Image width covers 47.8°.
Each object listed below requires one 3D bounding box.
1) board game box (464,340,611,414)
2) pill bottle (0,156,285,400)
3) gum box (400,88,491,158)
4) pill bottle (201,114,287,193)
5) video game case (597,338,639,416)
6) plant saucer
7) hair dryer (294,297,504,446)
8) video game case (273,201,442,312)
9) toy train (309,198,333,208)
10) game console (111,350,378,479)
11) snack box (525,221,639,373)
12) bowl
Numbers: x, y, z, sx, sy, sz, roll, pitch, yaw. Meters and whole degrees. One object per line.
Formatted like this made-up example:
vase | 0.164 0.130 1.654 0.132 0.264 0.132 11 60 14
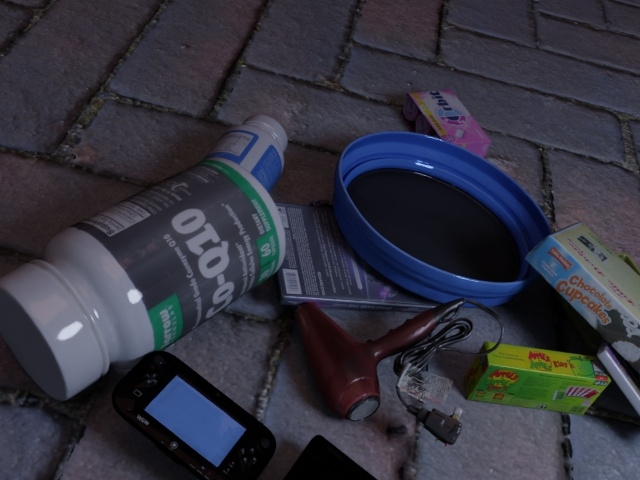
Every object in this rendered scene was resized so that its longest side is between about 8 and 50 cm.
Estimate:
board game box | 0.312 0.202 1.053 0.182 0.092 0.043 9 44 -7
pill bottle | -0.237 0.044 0.979 0.204 0.204 0.361 38 50 22
gum box | 0.253 -0.237 1.491 0.107 0.062 0.188 -8 49 -22
pill bottle | -0.135 -0.119 1.227 0.124 0.124 0.221 22 44 6
video game case | 0.471 0.206 1.069 0.157 0.019 0.143 56 31 5
plant saucer | 0.484 0.109 1.225 0.189 0.045 0.188 -4 48 -18
hair dryer | 0.091 0.160 1.022 0.294 0.080 0.223 17 50 18
video game case | 0.051 0.027 1.170 0.274 0.026 0.196 6 48 -22
toy train | -0.045 -0.038 1.241 0.158 0.027 0.036 -22 44 -31
game console | -0.093 0.272 0.848 0.361 0.044 0.213 36 36 7
snack box | 0.467 0.110 1.088 0.322 0.060 0.187 49 30 18
bowl | 0.203 -0.042 1.231 0.391 0.077 0.391 14 39 -11
